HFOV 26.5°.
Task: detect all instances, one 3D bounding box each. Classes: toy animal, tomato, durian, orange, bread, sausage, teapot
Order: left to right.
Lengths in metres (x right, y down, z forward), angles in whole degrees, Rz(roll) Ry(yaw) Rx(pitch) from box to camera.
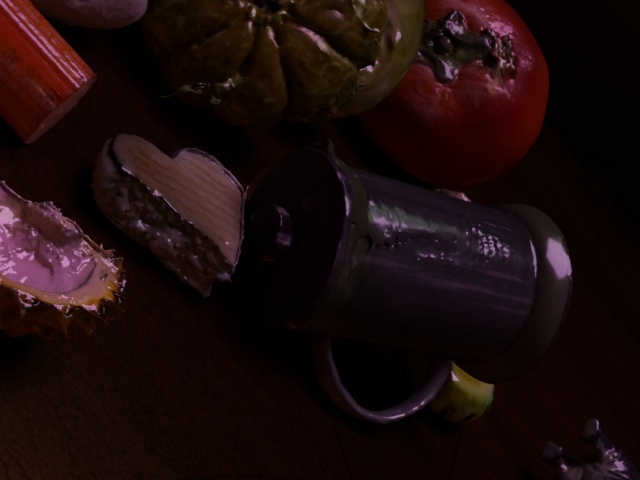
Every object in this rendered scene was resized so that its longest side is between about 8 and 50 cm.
[{"bbox_3d":[-0.335,-0.232,1.215,0.312,0.093,0.093,48,20,-4],"label":"sausage"},{"bbox_3d":[-0.251,0.003,1.010,0.224,0.078,0.140,42,31,6],"label":"durian"},{"bbox_3d":[-0.132,-0.022,1.320,0.172,0.064,0.232,56,21,18],"label":"bread"},{"bbox_3d":[-0.073,-0.281,1.594,0.223,0.300,0.301,-154,-123,-75],"label":"orange"},{"bbox_3d":[0.069,0.053,1.413,0.337,0.271,0.200,15,-5,-35],"label":"teapot"},{"bbox_3d":[0.149,0.153,1.607,0.130,0.071,0.139,27,37,-38],"label":"bread"},{"bbox_3d":[0.199,-0.235,2.116,0.321,0.321,0.321,43,21,-21],"label":"tomato"},{"bbox_3d":[0.353,0.382,1.604,0.168,0.106,0.343,42,26,-44],"label":"toy animal"}]

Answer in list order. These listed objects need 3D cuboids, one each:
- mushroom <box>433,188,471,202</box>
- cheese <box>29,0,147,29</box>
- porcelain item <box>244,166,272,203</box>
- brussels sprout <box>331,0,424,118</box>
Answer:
[{"bbox_3d":[0.168,-0.008,1.914,0.099,0.096,0.278,49,15,-9],"label":"mushroom"},{"bbox_3d":[-0.273,-0.331,1.438,0.198,0.154,0.189,23,28,-52],"label":"cheese"},{"bbox_3d":[0.000,0.000,1.581,0.213,0.054,0.084,41,20,-37],"label":"porcelain item"},{"bbox_3d":[-0.011,-0.327,1.831,0.344,0.268,0.344,39,28,-25],"label":"brussels sprout"}]
